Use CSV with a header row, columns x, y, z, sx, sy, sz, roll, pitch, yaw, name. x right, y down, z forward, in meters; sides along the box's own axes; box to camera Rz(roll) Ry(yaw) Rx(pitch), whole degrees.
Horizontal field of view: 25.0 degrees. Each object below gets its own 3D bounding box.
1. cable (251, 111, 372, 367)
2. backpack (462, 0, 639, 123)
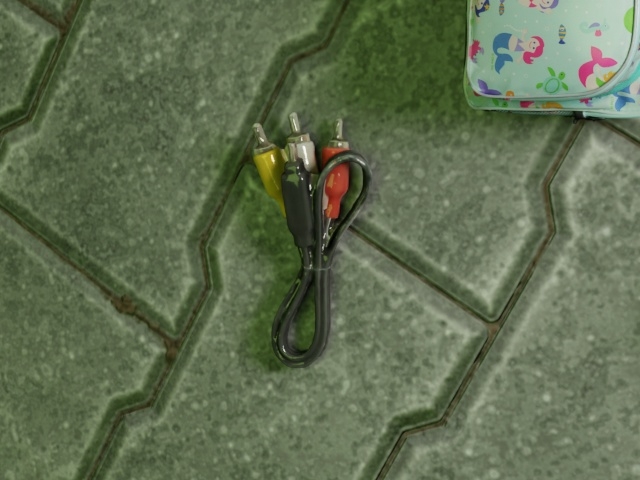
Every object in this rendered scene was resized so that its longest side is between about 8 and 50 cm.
x,y,z,sx,sy,sz,roll,pitch,yaw,name
0.000,0.000,1.632,0.139,0.072,0.287,-2,107,13,cable
0.263,-0.222,1.377,0.253,0.191,0.225,7,101,22,backpack
